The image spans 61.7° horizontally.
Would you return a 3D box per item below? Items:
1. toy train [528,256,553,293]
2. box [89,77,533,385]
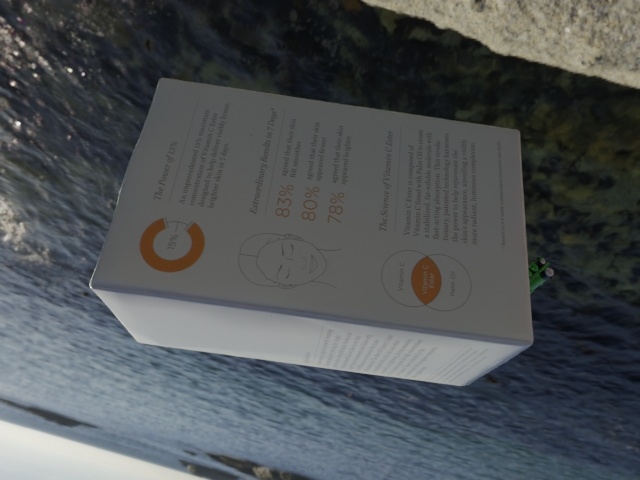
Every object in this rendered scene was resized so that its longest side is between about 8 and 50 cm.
[{"bbox_3d":[0.208,0.043,0.544,0.023,0.017,0.083,49,153,15],"label":"toy train"},{"bbox_3d":[0.000,0.000,0.523,0.345,0.215,0.168,8,153,-1],"label":"box"}]
